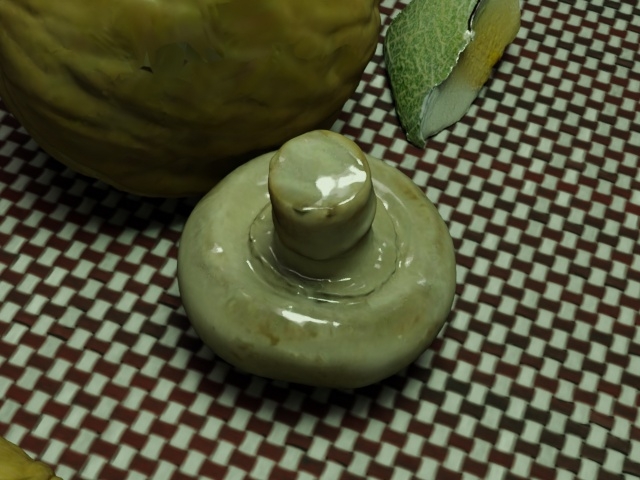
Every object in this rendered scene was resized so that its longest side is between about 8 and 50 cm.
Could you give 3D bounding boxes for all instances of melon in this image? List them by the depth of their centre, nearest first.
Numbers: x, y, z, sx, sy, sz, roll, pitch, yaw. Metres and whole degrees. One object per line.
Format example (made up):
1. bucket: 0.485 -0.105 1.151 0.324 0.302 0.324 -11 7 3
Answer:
1. melon: 0.113 -0.180 1.069 0.139 0.093 0.202 18 74 44

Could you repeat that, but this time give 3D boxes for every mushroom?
1. mushroom: -0.010 0.001 0.815 0.206 0.209 0.206 -15 35 11

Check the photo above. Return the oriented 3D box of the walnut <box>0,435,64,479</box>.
1. walnut: -0.221 0.210 0.609 0.193 0.193 0.226 34 51 22

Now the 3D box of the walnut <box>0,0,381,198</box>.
1. walnut: -0.109 -0.185 0.898 0.333 0.333 0.332 3 48 -4
